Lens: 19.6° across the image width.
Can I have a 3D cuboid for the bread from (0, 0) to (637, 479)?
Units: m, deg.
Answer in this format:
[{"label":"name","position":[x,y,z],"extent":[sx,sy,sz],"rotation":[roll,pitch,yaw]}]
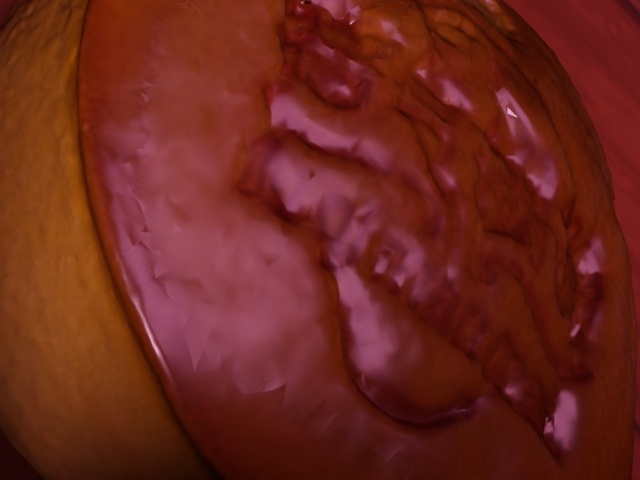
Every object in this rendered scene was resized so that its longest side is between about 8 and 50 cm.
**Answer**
[{"label":"bread","position":[0.000,0.000,0.629],"extent":[0.270,0.148,0.270],"rotation":[25,53,-39]}]
